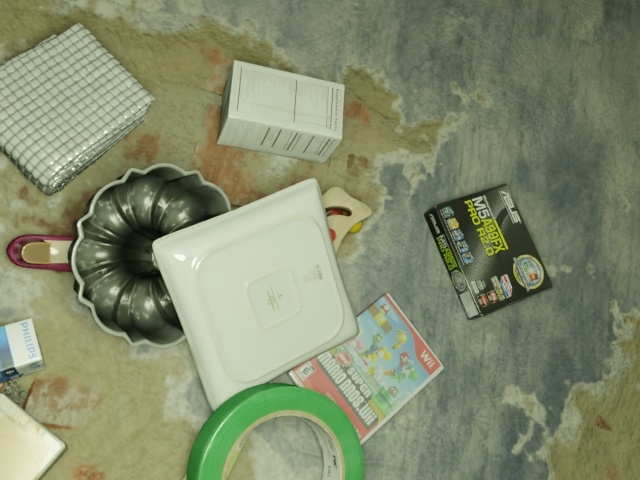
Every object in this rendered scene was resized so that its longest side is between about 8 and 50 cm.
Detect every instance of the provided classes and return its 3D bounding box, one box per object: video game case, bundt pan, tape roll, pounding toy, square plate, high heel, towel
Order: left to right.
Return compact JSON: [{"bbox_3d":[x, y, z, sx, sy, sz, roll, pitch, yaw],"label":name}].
[{"bbox_3d":[-0.501,-0.256,1.317,0.235,0.121,0.284,44,66,0],"label":"towel"},{"bbox_3d":[-0.457,0.029,1.281,0.244,0.117,0.082,0,93,-38],"label":"high heel"},{"bbox_3d":[-0.309,0.025,1.242,0.330,0.124,0.331,-3,95,-38],"label":"bundt pan"},{"bbox_3d":[-0.097,0.101,1.271,0.343,0.049,0.348,-24,109,-24],"label":"square plate"},{"bbox_3d":[-0.076,0.422,1.224,0.321,0.077,0.322,3,83,-27],"label":"tape roll"},{"bbox_3d":[0.000,0.000,1.385,0.269,0.155,0.154,-37,86,-22],"label":"pounding toy"},{"bbox_3d":[0.098,0.269,1.404,0.285,0.025,0.204,-36,87,-26],"label":"video game case"}]

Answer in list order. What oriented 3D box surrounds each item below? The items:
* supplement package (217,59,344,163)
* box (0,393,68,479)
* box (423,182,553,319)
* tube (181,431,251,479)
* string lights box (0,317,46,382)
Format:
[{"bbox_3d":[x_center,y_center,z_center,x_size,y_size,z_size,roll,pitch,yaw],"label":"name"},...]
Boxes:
[{"bbox_3d":[-0.084,-0.269,1.454,0.243,0.134,0.139,10,70,-16],"label":"supplement package"},{"bbox_3d":[-0.563,0.410,1.074,0.148,0.121,0.311,39,65,-3],"label":"box"},{"bbox_3d":[0.386,0.022,1.565,0.216,0.060,0.270,-16,79,-23],"label":"box"},{"bbox_3d":[-0.204,0.423,1.235,0.070,0.062,0.240,16,65,31],"label":"tube"},{"bbox_3d":[-0.598,0.212,1.119,0.259,0.133,0.077,-16,78,-23],"label":"string lights box"}]
